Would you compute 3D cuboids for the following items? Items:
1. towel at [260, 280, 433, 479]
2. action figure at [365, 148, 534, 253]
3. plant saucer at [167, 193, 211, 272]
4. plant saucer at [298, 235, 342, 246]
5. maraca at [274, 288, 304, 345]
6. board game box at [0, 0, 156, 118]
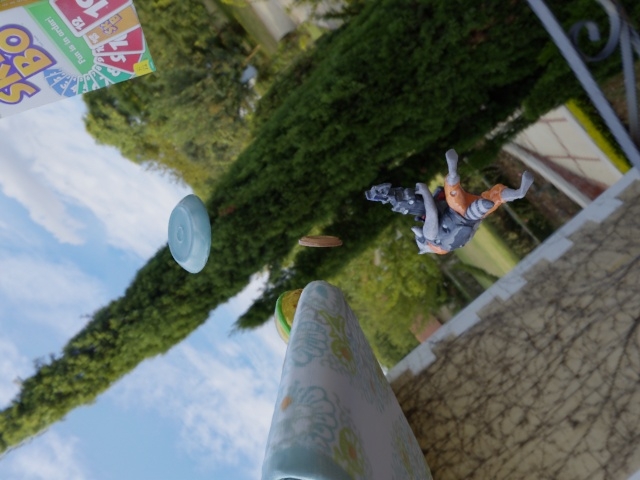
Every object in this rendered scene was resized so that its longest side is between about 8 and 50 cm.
[{"bbox_3d":[0.051,0.273,0.692,0.320,0.090,0.374,-87,-27,-66],"label":"towel"},{"bbox_3d":[0.290,-0.069,1.457,0.330,0.341,0.178,113,156,-56],"label":"action figure"},{"bbox_3d":[-0.201,-0.010,0.915,0.021,0.119,0.119,-2,-140,-38],"label":"plant saucer"},{"bbox_3d":[0.000,0.000,1.177,0.083,0.083,0.013,-108,18,-82],"label":"plant saucer"},{"bbox_3d":[-0.010,0.136,1.056,0.127,0.099,0.185,58,-154,16],"label":"maraca"},{"bbox_3d":[-0.344,-0.227,0.737,0.124,0.259,0.039,80,166,-45],"label":"board game box"}]
